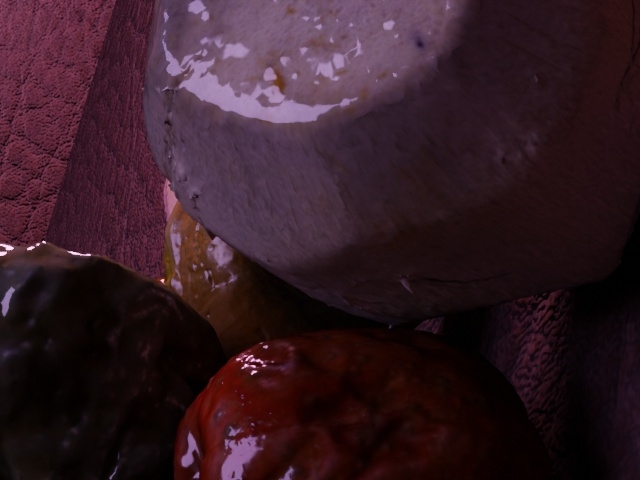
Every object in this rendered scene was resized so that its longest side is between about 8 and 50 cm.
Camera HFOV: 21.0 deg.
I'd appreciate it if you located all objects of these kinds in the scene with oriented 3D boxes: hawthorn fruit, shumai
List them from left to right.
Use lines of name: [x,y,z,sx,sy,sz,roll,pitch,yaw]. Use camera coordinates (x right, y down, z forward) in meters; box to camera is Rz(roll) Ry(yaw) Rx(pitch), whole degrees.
shumai: [-0.212,0.185,1.240,0.330,0.292,0.288,94,-168,-55]
hawthorn fruit: [0.029,0.174,1.152,0.258,0.262,0.258,-47,21,24]

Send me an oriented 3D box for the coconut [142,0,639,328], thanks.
coconut: [0.069,-0.109,1.168,0.346,0.360,0.346,-10,67,26]

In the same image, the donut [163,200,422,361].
donut: [0.000,0.000,1.367,0.261,0.208,0.128,-45,5,-27]

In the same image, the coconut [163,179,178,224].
coconut: [-0.039,-0.053,1.641,0.237,0.197,0.237,-164,90,-75]

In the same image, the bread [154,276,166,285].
bread: [-0.131,0.148,1.703,0.232,0.135,0.246,59,158,14]
